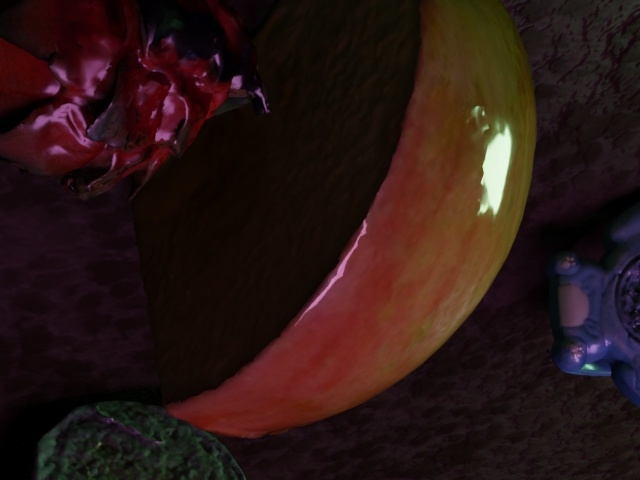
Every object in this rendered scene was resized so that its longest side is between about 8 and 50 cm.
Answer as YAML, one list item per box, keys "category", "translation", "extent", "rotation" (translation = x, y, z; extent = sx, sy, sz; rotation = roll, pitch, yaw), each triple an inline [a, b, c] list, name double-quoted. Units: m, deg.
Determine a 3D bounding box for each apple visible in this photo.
- category: "apple"
  translation: [0.020, -0.038, 0.954]
  extent: [0.309, 0.252, 0.314]
  rotation: [-42, 176, 27]

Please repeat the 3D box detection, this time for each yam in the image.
- category: "yam"
  translation: [-0.217, 0.288, 1.318]
  extent: [0.202, 0.201, 0.271]
  rotation: [-22, 151, -40]

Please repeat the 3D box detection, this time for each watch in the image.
- category: "watch"
  translation: [0.304, 0.075, 1.353]
  extent: [0.211, 0.211, 0.193]
  rotation: [-20, 166, -3]

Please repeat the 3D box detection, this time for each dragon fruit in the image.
- category: "dragon fruit"
  translation: [-0.139, -0.108, 0.802]
  extent: [0.188, 0.182, 0.182]
  rotation: [-36, 150, -12]
